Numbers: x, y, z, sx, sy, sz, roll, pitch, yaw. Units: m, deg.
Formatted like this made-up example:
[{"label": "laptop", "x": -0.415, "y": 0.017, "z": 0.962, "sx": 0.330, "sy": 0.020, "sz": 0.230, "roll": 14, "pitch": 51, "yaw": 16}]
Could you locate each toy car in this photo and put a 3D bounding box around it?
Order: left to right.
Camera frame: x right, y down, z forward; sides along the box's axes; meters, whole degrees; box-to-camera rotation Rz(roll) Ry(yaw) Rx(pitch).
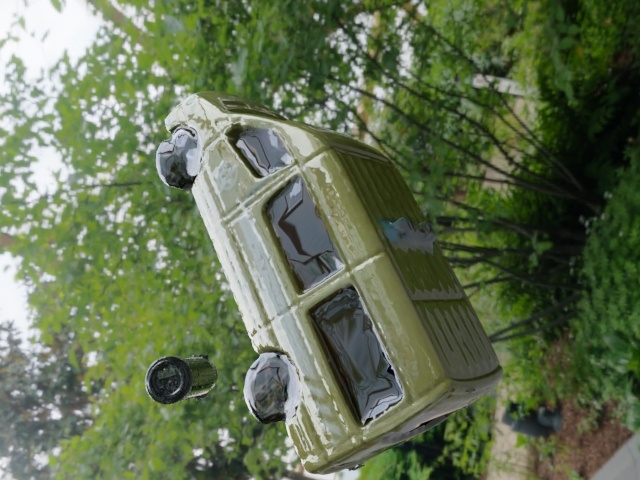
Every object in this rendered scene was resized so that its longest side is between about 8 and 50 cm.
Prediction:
[{"label": "toy car", "x": 0.000, "y": 0.000, "z": 0.399, "sx": 0.101, "sy": 0.124, "sz": 0.257, "roll": 6, "pitch": -127, "yaw": -54}]

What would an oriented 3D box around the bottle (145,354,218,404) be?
[{"label": "bottle", "x": -0.224, "y": 0.234, "z": 1.098, "sx": 0.244, "sy": 0.072, "sz": 0.082, "roll": 76, "pitch": -171, "yaw": -81}]
